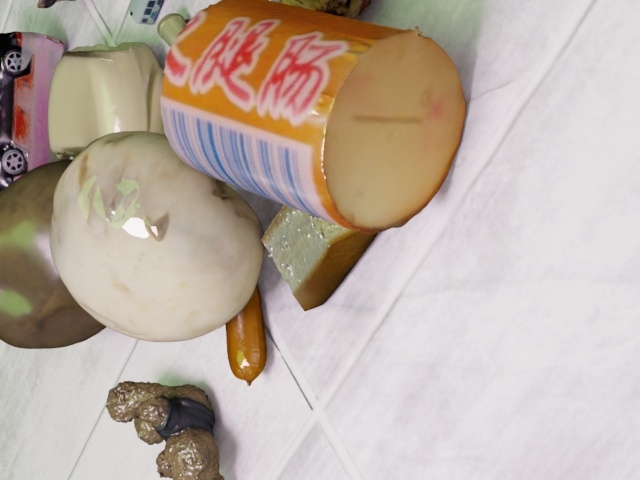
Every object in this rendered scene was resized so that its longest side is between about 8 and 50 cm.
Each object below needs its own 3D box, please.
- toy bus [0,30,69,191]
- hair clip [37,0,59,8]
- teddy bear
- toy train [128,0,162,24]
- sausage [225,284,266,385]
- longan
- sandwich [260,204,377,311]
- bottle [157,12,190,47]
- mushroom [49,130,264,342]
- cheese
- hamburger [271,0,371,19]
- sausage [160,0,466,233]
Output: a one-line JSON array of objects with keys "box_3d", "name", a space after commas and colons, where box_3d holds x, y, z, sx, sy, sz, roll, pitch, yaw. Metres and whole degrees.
[{"box_3d": [-0.540, -0.227, 2.155, 0.127, 0.147, 0.302, 7, 98, 52], "name": "toy bus"}, {"box_3d": [-0.464, -0.533, 2.114, 0.173, 0.069, 0.300, -32, 56, 47], "name": "hair clip"}, {"box_3d": [-0.213, 0.274, 1.762, 0.129, 0.182, 0.251, -47, 43, -4], "name": "teddy bear"}, {"box_3d": [-0.244, -0.426, 1.849, 0.207, 0.047, 0.043, -56, 50, 38], "name": "toy train"}, {"box_3d": [-0.106, 0.115, 1.670, 0.062, 0.054, 0.183, -18, 68, 24], "name": "sausage"}, {"box_3d": [-0.424, 0.026, 1.914, 0.350, 0.288, 0.288, -46, 56, 42], "name": "longan"}, {"box_3d": [0.000, 0.000, 1.503, 0.094, 0.096, 0.258, 60, 136, 25], "name": "sandwich"}, {"box_3d": [-0.204, -0.297, 1.804, 0.101, 0.047, 0.063, 52, 165, 33], "name": "bottle"}, {"box_3d": [-0.194, -0.041, 1.617, 0.314, 0.314, 0.336, -29, 26, 49], "name": "mushroom"}, {"box_3d": [-0.339, -0.202, 1.915, 0.266, 0.127, 0.233, 9, 101, 55], "name": "cheese"}, {"box_3d": [0.004, -0.373, 1.480, 0.231, 0.107, 0.231, 9, 102, 50], "name": "hamburger"}, {"box_3d": [-0.015, -0.150, 1.374, 0.287, 0.233, 0.233, 22, 108, 43], "name": "sausage"}]
